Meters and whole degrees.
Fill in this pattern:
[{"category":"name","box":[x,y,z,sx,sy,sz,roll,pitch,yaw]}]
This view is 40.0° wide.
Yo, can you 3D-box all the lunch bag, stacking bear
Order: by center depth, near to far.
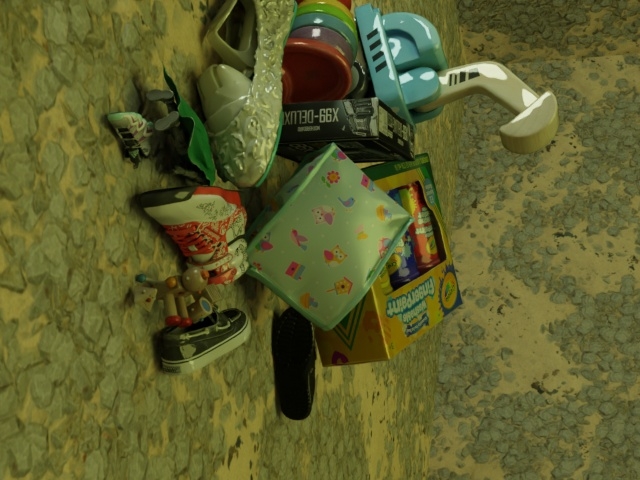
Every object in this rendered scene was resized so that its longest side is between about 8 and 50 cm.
[{"category":"lunch bag","box":[0.000,0.000,1.550,0.223,0.160,0.262,41,73,-15]},{"category":"stacking bear","box":[-0.004,-0.412,1.742,0.175,0.164,0.289,68,23,-47]}]

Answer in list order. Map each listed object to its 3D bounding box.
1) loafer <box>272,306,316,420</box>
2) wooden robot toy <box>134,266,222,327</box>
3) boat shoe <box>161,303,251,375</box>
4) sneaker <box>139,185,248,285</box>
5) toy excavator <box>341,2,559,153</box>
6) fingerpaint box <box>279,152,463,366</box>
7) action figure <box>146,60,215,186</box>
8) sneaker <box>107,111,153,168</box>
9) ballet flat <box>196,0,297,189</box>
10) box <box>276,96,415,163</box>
[{"category":"loafer","box":[-0.048,0.232,1.701,0.078,0.080,0.220,-32,125,-80]},{"category":"wooden robot toy","box":[-0.179,0.072,1.222,0.173,0.079,0.076,18,45,-59]},{"category":"boat shoe","box":[-0.166,0.132,1.322,0.219,0.078,0.070,-35,123,-66]},{"category":"sneaker","box":[-0.173,-0.003,1.289,0.270,0.090,0.144,-3,89,-74]},{"category":"toy excavator","box":[0.233,-0.340,1.862,0.222,0.445,0.432,47,27,-63]},{"category":"fingerpaint box","box":[0.129,0.025,1.883,0.445,0.163,0.371,-20,98,-60]},{"category":"action figure","box":[-0.190,-0.137,1.266,0.232,0.064,0.137,72,2,-68]},{"category":"sneaker","box":[-0.247,-0.129,1.154,0.098,0.038,0.069,14,75,-71]},{"category":"ballet flat","box":[-0.135,-0.272,1.416,0.147,0.147,0.408,61,30,-55]},{"category":"box","box":[0.032,-0.202,1.686,0.307,0.243,0.076,8,81,-72]}]
